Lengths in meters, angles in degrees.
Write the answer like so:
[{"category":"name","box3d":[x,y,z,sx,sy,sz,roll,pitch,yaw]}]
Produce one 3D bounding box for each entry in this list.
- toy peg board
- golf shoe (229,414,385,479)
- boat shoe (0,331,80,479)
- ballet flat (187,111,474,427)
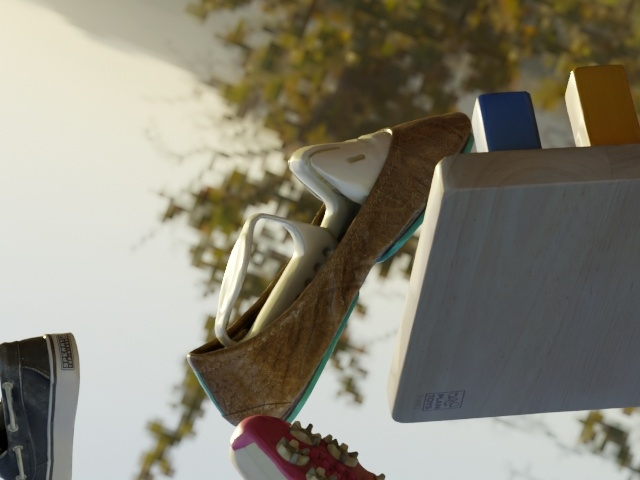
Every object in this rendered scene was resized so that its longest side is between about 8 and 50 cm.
[{"category":"toy peg board","box3d":[0.107,-0.010,0.697,0.160,0.079,0.161,-3,148,-7]},{"category":"golf shoe","box3d":[0.032,0.259,1.406,0.306,0.140,0.115,43,-161,10]},{"category":"boat shoe","box3d":[-0.235,0.153,1.550,0.070,0.219,0.078,-4,-135,-16]},{"category":"ballet flat","box3d":[0.000,0.000,1.656,0.124,0.342,0.116,39,168,-18]}]
